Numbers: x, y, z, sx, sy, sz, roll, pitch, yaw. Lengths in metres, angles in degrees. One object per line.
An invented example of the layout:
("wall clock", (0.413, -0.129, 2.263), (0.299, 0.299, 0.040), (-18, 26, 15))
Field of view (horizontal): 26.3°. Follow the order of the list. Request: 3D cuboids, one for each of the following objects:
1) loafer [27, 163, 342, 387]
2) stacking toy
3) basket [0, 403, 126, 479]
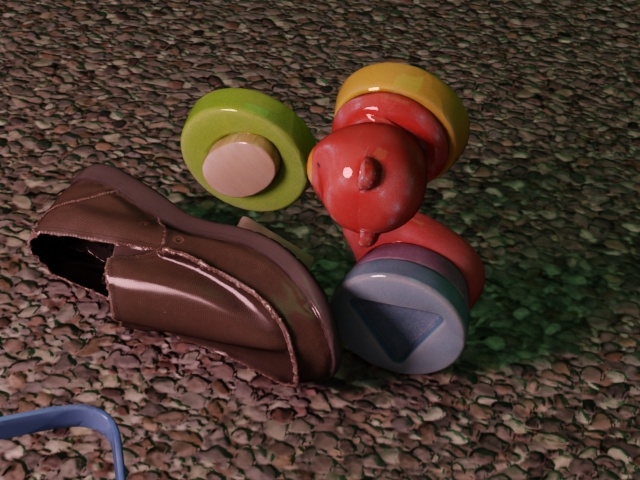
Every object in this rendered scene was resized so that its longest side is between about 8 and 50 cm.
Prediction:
("loafer", (-0.137, 0.053, 1.288), (0.366, 0.133, 0.130), (25, 48, 35))
("stacking toy", (0.000, 0.000, 1.240), (0.280, 0.309, 0.130), (3, 44, 22))
("basket", (-0.236, 0.241, 0.901), (0.255, 0.201, 0.289), (-8, 46, -17))
